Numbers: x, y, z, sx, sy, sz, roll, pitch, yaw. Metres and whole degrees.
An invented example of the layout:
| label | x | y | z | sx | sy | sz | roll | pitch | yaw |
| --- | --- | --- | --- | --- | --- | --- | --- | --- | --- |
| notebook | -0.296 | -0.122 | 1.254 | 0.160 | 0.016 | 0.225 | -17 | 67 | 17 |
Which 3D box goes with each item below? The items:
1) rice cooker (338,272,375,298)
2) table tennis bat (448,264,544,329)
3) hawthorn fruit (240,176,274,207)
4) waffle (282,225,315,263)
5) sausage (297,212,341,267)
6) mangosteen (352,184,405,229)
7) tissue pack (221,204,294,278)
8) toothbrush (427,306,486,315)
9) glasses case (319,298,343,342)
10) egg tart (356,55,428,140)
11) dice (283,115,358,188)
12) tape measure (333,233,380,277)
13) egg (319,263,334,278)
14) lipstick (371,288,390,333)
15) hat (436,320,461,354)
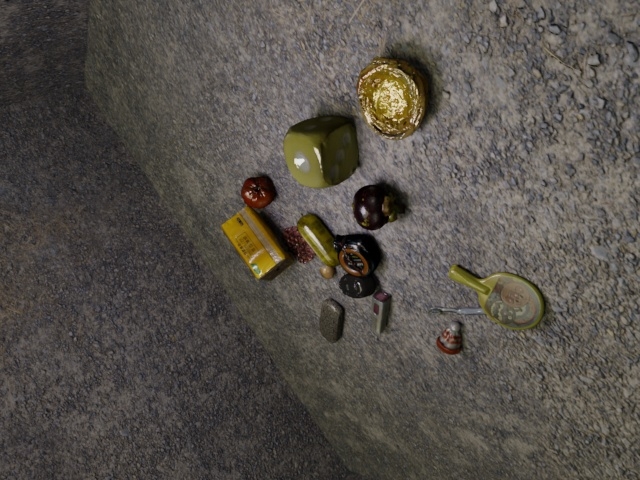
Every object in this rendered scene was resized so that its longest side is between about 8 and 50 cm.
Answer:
| label | x | y | z | sx | sy | sz | roll | pitch | yaw |
| --- | --- | --- | --- | --- | --- | --- | --- | --- | --- |
| rice cooker | 0.184 | 0.220 | 2.067 | 0.203 | 0.118 | 0.142 | -1 | 103 | 52 |
| table tennis bat | 0.656 | 0.197 | 1.560 | 0.369 | 0.054 | 0.224 | 32 | 128 | 30 |
| hawthorn fruit | -0.344 | -0.251 | 2.243 | 0.185 | 0.185 | 0.202 | 50 | 160 | 5 |
| waffle | -0.124 | 0.022 | 2.322 | 0.234 | 0.055 | 0.221 | 49 | 146 | 1 |
| sausage | 0.000 | 0.000 | 2.096 | 0.347 | 0.123 | 0.123 | 52 | 145 | 3 |
| mangosteen | 0.238 | -0.137 | 1.680 | 0.217 | 0.192 | 0.192 | -5 | 124 | 7 |
| tissue pack | -0.354 | 0.028 | 2.349 | 0.381 | 0.228 | 0.293 | 54 | 180 | 11 |
| toothbrush | 0.622 | 0.295 | 1.705 | 0.413 | 0.042 | 0.035 | -13 | 108 | 51 |
| glasses case | 0.064 | 0.488 | 2.472 | 0.137 | 0.085 | 0.354 | 32 | 140 | 27 |
| egg tart | 0.247 | -0.492 | 1.411 | 0.291 | 0.107 | 0.290 | 26 | 138 | 27 |
| dice | 0.004 | -0.365 | 1.686 | 0.227 | 0.233 | 0.238 | 20 | 132 | 40 |
| tape measure | 0.179 | 0.068 | 1.945 | 0.202 | 0.135 | 0.222 | -1 | 121 | 38 |
| egg | 0.037 | 0.170 | 2.236 | 0.080 | 0.080 | 0.096 | 10 | 124 | 45 |
| lipstick | 0.303 | 0.369 | 2.101 | 0.079 | 0.077 | 0.252 | 30 | 139 | 32 |
| hat | 0.587 | 0.425 | 1.832 | 0.112 | 0.094 | 0.162 | 23 | 117 | 23 |
